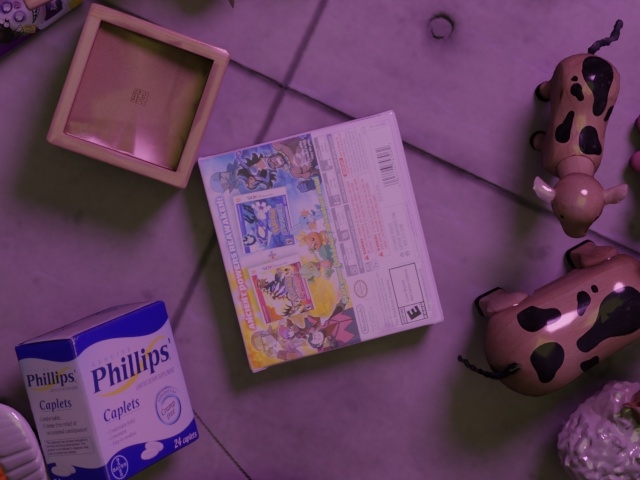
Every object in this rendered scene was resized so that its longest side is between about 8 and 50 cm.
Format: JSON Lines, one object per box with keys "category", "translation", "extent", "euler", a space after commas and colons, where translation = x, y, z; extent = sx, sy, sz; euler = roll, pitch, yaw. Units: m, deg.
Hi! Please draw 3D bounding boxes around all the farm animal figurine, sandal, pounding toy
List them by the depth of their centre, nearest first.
{"category": "pounding toy", "translation": [-0.173, -0.173, 1.180], "extent": [0.181, 0.094, 0.206], "euler": [19, 93, -8]}
{"category": "farm animal figurine", "translation": [0.265, 0.022, 1.196], "extent": [0.330, 0.172, 0.327], "euler": [45, 90, -7]}
{"category": "sandal", "translation": [-0.273, 0.250, 1.227], "extent": [0.102, 0.076, 0.265], "euler": [-10, 117, 9]}

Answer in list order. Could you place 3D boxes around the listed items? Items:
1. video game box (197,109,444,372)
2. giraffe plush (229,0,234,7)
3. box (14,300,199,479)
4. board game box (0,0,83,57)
{"category": "video game box", "translation": [0.000, 0.000, 1.235], "extent": [0.187, 0.048, 0.205], "euler": [-14, 96, -5]}
{"category": "giraffe plush", "translation": [-0.031, -0.320, 1.156], "extent": [0.170, 0.181, 0.210], "euler": [-17, 93, -19]}
{"category": "box", "translation": [-0.187, 0.136, 1.185], "extent": [0.072, 0.126, 0.137], "euler": [-10, 97, 35]}
{"category": "board game box", "translation": [-0.359, -0.280, 1.085], "extent": [0.208, 0.056, 0.347], "euler": [-32, 133, 2]}
